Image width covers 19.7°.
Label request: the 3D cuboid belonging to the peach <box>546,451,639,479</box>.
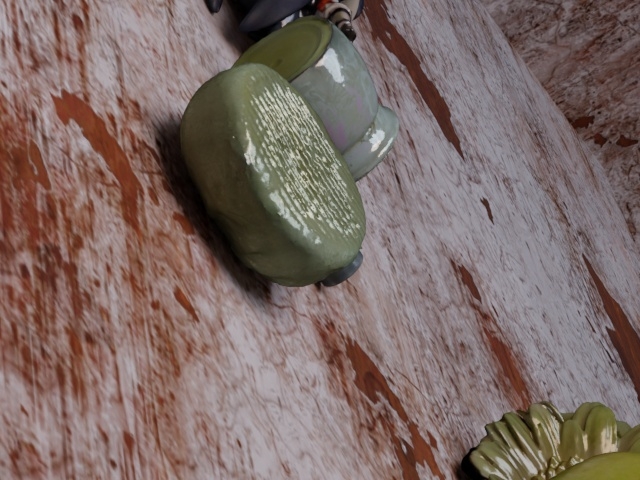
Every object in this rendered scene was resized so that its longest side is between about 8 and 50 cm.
[{"bbox_3d":[0.276,0.363,1.660,0.314,0.281,0.316,-19,70,-36],"label":"peach"}]

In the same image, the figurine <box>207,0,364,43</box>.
[{"bbox_3d":[-0.023,-0.284,2.098,0.197,0.175,0.265,54,8,-4],"label":"figurine"}]

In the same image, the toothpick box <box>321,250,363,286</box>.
[{"bbox_3d":[0.000,0.000,1.865,0.083,0.052,0.052,53,17,-22],"label":"toothpick box"}]

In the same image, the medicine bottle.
[{"bbox_3d":[-0.010,-0.134,1.901,0.143,0.147,0.147,55,16,-29],"label":"medicine bottle"}]

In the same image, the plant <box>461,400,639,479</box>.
[{"bbox_3d":[0.261,0.303,1.987,0.261,0.306,0.297,40,-32,11],"label":"plant"}]

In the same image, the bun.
[{"bbox_3d":[-0.054,-0.058,1.705,0.221,0.108,0.221,46,29,-35],"label":"bun"}]
